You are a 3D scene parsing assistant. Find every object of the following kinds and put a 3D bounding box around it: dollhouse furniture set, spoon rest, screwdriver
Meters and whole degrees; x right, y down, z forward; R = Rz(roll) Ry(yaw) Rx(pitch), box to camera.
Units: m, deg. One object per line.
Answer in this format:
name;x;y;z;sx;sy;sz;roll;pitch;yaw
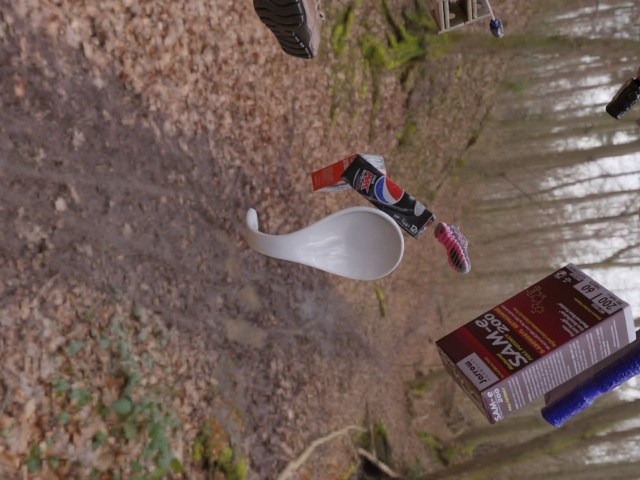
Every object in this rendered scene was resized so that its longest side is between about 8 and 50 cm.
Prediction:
dollhouse furniture set;0.289;-0.585;1.582;0.129;0.129;0.183;56;17;-68
spoon rest;0.000;0.000;1.186;0.084;0.277;0.137;-61;152;-56
screwdriver;0.286;-0.371;1.197;0.170;0.024;0.025;0;109;-67

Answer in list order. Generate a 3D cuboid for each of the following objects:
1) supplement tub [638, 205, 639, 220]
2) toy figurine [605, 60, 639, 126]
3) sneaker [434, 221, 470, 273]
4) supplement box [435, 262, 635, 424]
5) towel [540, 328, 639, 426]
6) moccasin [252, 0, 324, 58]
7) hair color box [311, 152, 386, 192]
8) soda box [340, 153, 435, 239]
supplement tub;0.936;-0.087;1.729;0.191;0.272;0.191;56;-3;5
toy figurine;0.757;-0.277;1.548;0.148;0.210;0.213;-55;-138;31
sneaker;0.269;0.012;1.391;0.047;0.057;0.119;-56;-137;42
supplement box;0.300;0.141;1.012;0.073;0.240;0.130;65;-8;-33
towel;0.674;0.333;1.713;0.076;0.308;0.228;53;18;10
moccasin;-0.054;-0.536;1.610;0.380;0.139;0.146;27;80;-75
hair color box;0.068;-0.165;1.771;0.093;0.167;0.053;-1;77;-45
soda box;0.116;-0.075;1.234;0.169;0.053;0.060;40;5;12
